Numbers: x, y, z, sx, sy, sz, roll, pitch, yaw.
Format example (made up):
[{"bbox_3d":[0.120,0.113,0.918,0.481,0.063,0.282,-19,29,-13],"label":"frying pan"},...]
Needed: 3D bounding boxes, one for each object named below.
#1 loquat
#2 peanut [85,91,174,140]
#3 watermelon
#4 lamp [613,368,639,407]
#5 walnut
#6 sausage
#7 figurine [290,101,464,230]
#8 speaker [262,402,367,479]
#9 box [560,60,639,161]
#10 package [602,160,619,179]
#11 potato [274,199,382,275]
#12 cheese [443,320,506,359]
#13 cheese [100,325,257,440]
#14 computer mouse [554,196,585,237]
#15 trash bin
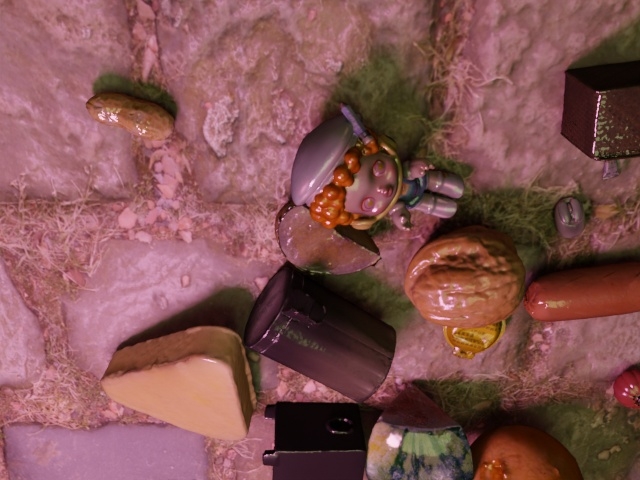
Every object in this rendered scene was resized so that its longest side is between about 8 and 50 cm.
[{"bbox_3d":[0.512,0.632,1.598,0.328,0.328,0.328,-1,117,-2],"label":"loquat"},{"bbox_3d":[-0.376,-0.247,1.246,0.174,0.080,0.080,16,115,-11],"label":"peanut"},{"bbox_3d":[0.252,0.503,1.576,0.261,0.201,0.213,3,122,12],"label":"watermelon"},{"bbox_3d":[0.804,0.378,1.604,0.107,0.092,0.107,-2,116,-3],"label":"lamp"},{"bbox_3d":[0.309,0.085,1.363,0.257,0.224,0.257,1,124,1],"label":"walnut"},{"bbox_3d":[0.626,0.120,1.450,0.304,0.121,0.121,-8,117,1],"label":"sausage"},{"bbox_3d":[0.110,-0.111,1.292,0.382,0.205,0.224,25,104,-33],"label":"figurine"},{"bbox_3d":[-0.023,0.559,1.614,0.254,0.184,0.232,2,117,-5],"label":"speaker"},{"bbox_3d":[0.632,-0.262,1.221,0.273,0.184,0.143,-7,118,2],"label":"box"},{"bbox_3d":[0.625,-0.183,1.355,0.037,0.015,0.110,-17,118,0],"label":"package"},{"bbox_3d":[0.000,0.000,1.377,0.243,0.098,0.138,33,113,-21],"label":"potato"},{"bbox_3d":[0.380,0.169,1.498,0.156,0.064,0.250,14,106,-10],"label":"cheese"},{"bbox_3d":[-0.290,0.363,1.507,0.384,0.104,0.384,6,137,6],"label":"cheese"},{"bbox_3d":[0.561,-0.049,1.407,0.066,0.039,0.096,-14,116,5],"label":"computer mouse"},{"bbox_3d":[0.005,0.216,1.427,0.301,0.203,0.252,31,151,-18],"label":"trash bin"}]
